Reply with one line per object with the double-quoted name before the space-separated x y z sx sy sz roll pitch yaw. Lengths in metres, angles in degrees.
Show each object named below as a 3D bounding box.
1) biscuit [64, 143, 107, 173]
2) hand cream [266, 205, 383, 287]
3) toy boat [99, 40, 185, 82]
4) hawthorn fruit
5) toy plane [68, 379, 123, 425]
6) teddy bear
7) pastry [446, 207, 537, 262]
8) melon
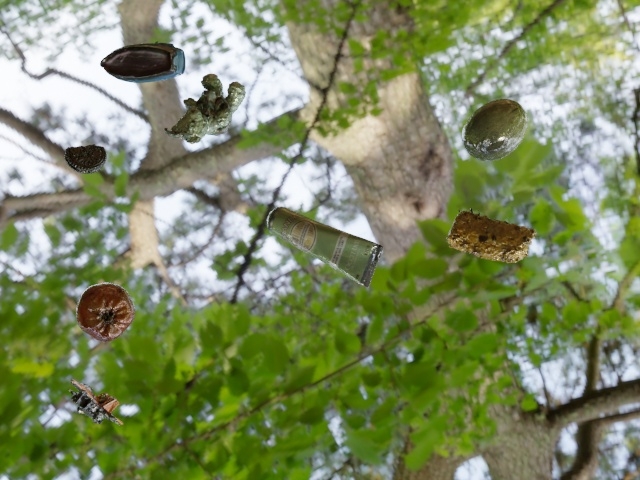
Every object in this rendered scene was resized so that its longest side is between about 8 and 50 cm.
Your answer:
"biscuit" -0.525 -0.187 2.100 0.089 0.027 0.087 27 -126 -6
"hand cream" 0.000 0.000 1.730 0.235 0.086 0.055 26 -157 19
"toy boat" -0.441 -0.443 2.337 0.223 0.100 0.097 0 -174 14
"hawthorn fruit" -0.463 0.148 1.988 0.140 0.125 0.125 23 -123 33
"toy plane" -0.456 0.317 1.841 0.135 0.188 0.062 25 -103 22
"teddy bear" -0.274 -0.293 2.233 0.133 0.111 0.213 27 -114 29
"pastry" 0.289 -0.004 1.592 0.140 0.056 0.080 22 -96 26
"melon" 0.305 -0.192 1.637 0.130 0.098 0.098 -36 -158 45
